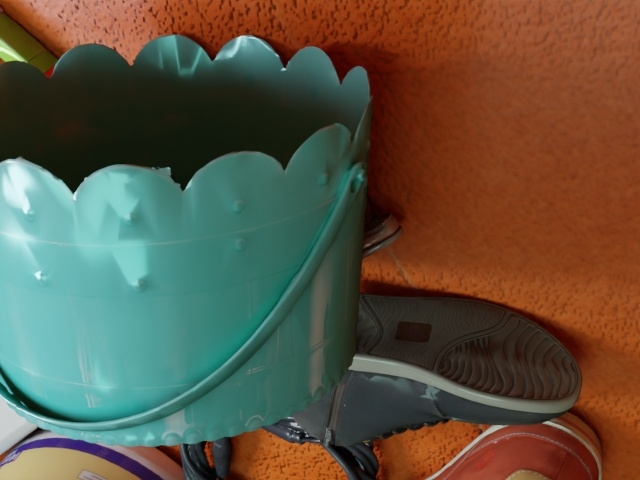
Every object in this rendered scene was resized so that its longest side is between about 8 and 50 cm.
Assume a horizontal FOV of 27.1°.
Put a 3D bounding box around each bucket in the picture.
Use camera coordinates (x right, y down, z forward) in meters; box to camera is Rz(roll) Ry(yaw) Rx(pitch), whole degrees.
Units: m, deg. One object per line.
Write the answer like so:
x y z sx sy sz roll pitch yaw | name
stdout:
-0.099 -0.008 0.839 0.281 0.281 0.183 6 115 22 | bucket

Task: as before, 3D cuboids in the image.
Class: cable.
-0.031 0.181 1.091 0.184 0.047 0.150 -33 98 39 | cable

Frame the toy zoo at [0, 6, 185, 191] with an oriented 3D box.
-0.190 -0.023 1.035 0.293 0.030 0.192 40 128 -4 | toy zoo

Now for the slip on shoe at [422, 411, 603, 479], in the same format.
0.098 0.254 1.036 0.123 0.101 0.331 35 130 -2 | slip on shoe

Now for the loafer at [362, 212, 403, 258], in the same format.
0.000 0.000 0.956 0.125 0.045 0.039 -20 104 36 | loafer

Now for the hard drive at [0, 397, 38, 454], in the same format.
-0.366 0.126 1.203 0.203 0.040 0.307 49 128 -6 | hard drive

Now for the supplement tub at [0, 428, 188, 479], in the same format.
-0.240 0.338 1.099 0.241 0.331 0.241 12 124 18 | supplement tub

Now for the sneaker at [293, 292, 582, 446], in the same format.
0.079 0.106 0.975 0.222 0.083 0.118 12 138 16 | sneaker
